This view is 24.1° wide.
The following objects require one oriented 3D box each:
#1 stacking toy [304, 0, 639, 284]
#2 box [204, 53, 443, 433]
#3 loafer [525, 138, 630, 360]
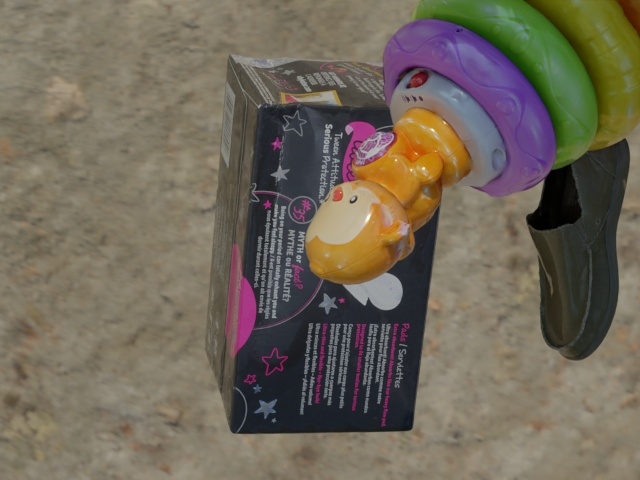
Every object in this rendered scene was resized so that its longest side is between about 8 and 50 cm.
[{"bbox_3d":[0.095,-0.084,0.769,0.302,0.175,0.165,-44,119,-23],"label":"stacking toy"},{"bbox_3d":[0.000,0.000,1.113,0.142,0.163,0.247,2,109,-13],"label":"box"},{"bbox_3d":[0.151,0.001,0.916,0.050,0.056,0.148,0,98,-28],"label":"loafer"}]
